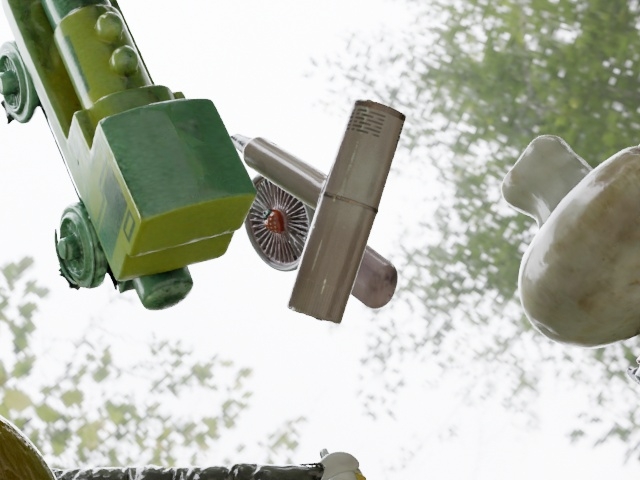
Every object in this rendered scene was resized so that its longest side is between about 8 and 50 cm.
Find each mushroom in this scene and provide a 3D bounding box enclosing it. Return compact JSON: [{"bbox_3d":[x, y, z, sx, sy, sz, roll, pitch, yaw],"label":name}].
[{"bbox_3d":[0.283,-0.020,1.310,0.243,0.243,0.243,-14,-61,-28],"label":"mushroom"}]

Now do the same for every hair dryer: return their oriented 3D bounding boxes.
[{"bbox_3d":[-0.033,-0.039,1.193,0.054,0.220,0.195,19,-93,-43],"label":"hair dryer"}]

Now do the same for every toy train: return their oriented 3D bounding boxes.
[{"bbox_3d":[-0.200,-0.122,1.223,0.150,0.369,0.237,-15,-24,-27],"label":"toy train"}]

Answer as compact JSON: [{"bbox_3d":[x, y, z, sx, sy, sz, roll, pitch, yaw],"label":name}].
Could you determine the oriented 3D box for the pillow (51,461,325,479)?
[{"bbox_3d":[-0.159,0.336,1.287,0.326,0.228,0.101,1,-31,0],"label":"pillow"}]

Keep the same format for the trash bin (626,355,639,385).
[{"bbox_3d":[0.492,0.116,1.498,0.161,0.184,0.238,37,-100,-21],"label":"trash bin"}]

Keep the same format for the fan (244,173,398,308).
[{"bbox_3d":[0.000,0.000,1.579,0.074,0.244,0.130,-16,-49,-42],"label":"fan"}]

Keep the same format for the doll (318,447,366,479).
[{"bbox_3d":[0.078,0.483,1.950,0.099,0.384,0.188,-21,-26,-18],"label":"doll"}]

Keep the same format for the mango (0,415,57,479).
[{"bbox_3d":[-0.266,0.236,1.056,0.137,0.091,0.237,-51,-57,-37],"label":"mango"}]
